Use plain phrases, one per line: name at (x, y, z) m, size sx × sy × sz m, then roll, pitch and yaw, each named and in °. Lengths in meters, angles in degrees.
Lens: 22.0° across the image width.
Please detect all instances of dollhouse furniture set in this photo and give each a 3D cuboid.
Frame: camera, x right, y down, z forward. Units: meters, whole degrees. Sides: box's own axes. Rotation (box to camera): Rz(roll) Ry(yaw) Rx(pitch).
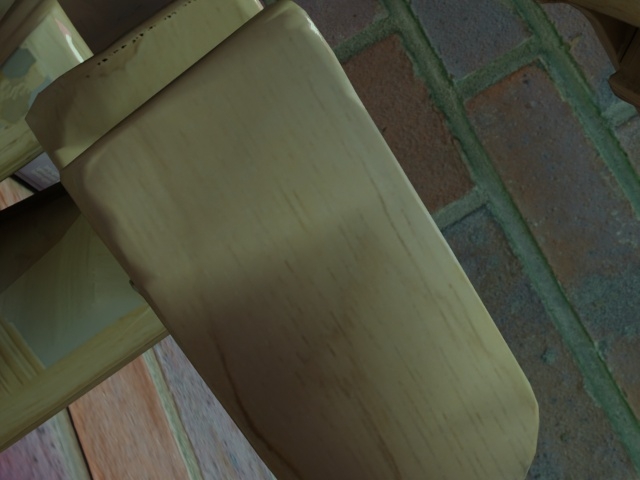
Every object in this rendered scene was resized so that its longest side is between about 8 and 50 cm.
dollhouse furniture set at (0.000, 0.000, 0.579) m, size 0.256 × 0.394 × 0.362 m, roll 57°, pitch -5°, yaw -23°

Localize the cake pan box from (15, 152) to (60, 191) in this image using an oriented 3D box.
cake pan box at (-0.231, -0.167, 1.074) m, size 0.266 × 0.070 × 0.246 m, roll 63°, pitch 7°, yaw 26°
